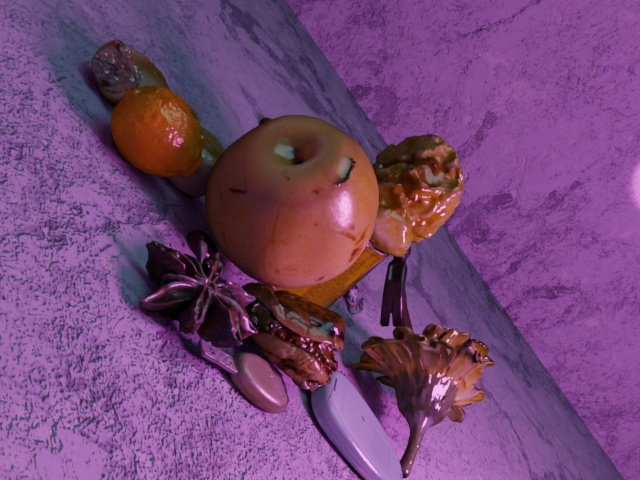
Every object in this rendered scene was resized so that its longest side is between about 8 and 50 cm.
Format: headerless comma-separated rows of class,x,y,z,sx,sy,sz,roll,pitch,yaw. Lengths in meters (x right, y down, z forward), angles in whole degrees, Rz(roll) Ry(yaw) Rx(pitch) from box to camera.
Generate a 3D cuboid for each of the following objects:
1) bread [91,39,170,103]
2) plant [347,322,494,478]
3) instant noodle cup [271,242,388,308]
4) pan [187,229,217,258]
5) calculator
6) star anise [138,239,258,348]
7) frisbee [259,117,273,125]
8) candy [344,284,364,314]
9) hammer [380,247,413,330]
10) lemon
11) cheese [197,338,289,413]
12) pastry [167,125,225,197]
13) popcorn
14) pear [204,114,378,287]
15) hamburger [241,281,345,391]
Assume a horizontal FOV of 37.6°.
bread,-0.340,-0.287,1.700,0.119,0.084,0.177,62,17,18
plant,0.218,0.284,1.836,0.306,0.261,0.297,36,22,-20
instant noodle cup,0.000,0.000,1.891,0.264,0.200,0.264,47,18,-20
pan,-0.195,0.023,1.602,0.068,0.023,0.115,44,19,-36
calculator,0.055,0.325,1.676,0.295,0.042,0.184,53,16,-11
star anise,-0.183,0.080,1.408,0.209,0.089,0.231,46,17,0
frisbee,-0.073,-0.218,2.446,0.251,0.021,0.251,50,16,-19
candy,0.054,0.091,2.150,0.043,0.045,0.175,93,-26,-57
hammer,0.184,0.193,1.997,0.440,0.044,0.168,72,27,-52
lemon,-0.271,-0.180,1.584,0.187,0.142,0.142,50,17,-29
cheese,-0.121,0.198,1.437,0.192,0.037,0.097,41,20,-43
pastry,-0.238,-0.155,1.725,0.156,0.092,0.156,43,16,-15
popcorn,0.179,-0.102,1.835,0.174,0.225,0.286,45,17,-13
pear,-0.048,-0.070,1.628,0.309,0.309,0.309,49,17,-21
hamburger,-0.046,0.141,1.560,0.206,0.130,0.183,41,-1,-7
